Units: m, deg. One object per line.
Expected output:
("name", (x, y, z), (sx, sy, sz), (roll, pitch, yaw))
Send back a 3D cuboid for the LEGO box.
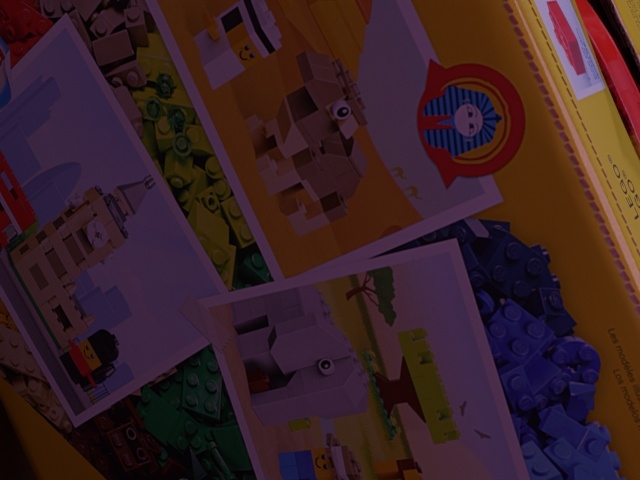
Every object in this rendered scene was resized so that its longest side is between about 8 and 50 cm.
("LEGO box", (0.000, 0.000, 0.546), (0.193, 0.372, 0.500), (-26, 92, -56))
